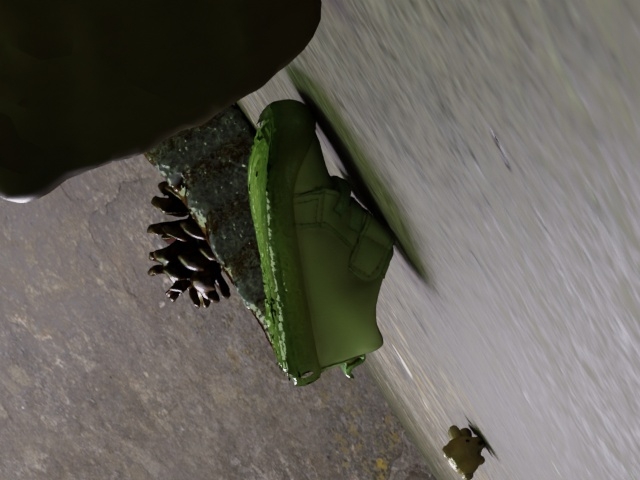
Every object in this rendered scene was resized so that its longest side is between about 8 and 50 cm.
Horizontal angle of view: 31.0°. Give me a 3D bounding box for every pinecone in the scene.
[{"bbox_3d":[-0.175,-0.027,1.965,0.244,0.309,0.244,26,-164,-8],"label":"pinecone"}]

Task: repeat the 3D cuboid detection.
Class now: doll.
[{"bbox_3d":[0.177,0.260,1.434,0.061,0.051,0.093,50,177,4],"label":"doll"}]

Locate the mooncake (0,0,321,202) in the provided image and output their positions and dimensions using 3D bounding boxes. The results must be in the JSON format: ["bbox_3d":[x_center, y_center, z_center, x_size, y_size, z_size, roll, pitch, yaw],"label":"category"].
[{"bbox_3d":[-0.178,-0.192,0.745,0.393,0.246,0.394,62,175,17],"label":"mooncake"}]

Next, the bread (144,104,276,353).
[{"bbox_3d":[-0.097,-0.021,1.751,0.417,0.165,0.113,55,-179,20],"label":"bread"}]

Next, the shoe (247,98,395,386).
[{"bbox_3d":[-0.007,0.001,1.038,0.140,0.128,0.262,-150,55,-63],"label":"shoe"}]
